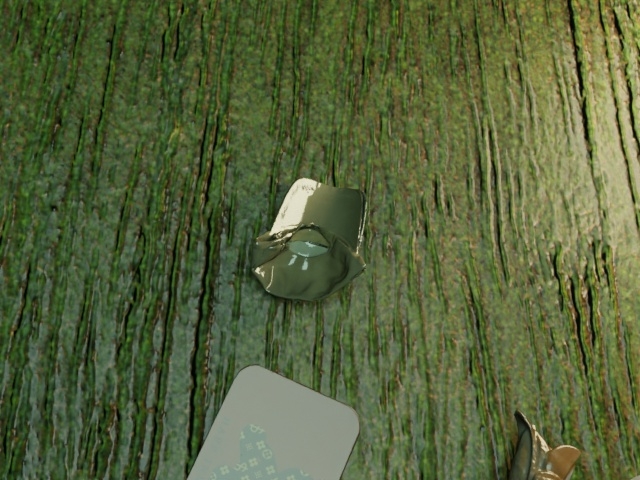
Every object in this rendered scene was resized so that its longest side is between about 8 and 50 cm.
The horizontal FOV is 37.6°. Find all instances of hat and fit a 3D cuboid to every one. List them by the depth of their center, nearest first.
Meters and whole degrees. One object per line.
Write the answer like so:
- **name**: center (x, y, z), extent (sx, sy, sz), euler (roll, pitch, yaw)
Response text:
- **hat**: center (0.000, 0.000, 1.240), extent (0.147, 0.085, 0.175), euler (17, 52, 8)

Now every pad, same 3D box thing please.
- **pad**: center (-0.073, 0.305, 1.186), extent (0.181, 0.004, 0.267), euler (25, 76, -1)

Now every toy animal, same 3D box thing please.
- **toy animal**: center (0.292, 0.311, 1.199), extent (0.179, 0.089, 0.188), euler (5, 76, -24)

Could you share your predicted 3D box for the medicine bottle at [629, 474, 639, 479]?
- **medicine bottle**: center (0.424, 0.324, 1.116), extent (0.095, 0.260, 0.095), euler (2, 77, -9)
